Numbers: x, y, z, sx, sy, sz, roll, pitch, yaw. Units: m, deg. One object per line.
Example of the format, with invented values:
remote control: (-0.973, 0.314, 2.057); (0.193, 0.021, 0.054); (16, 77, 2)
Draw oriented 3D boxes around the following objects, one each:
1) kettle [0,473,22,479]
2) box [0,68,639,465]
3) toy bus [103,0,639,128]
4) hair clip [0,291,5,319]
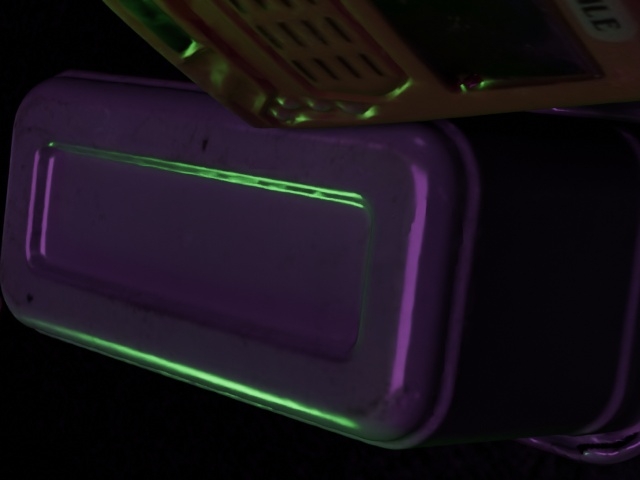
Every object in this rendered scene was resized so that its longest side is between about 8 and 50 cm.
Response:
kettle: (-0.230, 0.280, 0.802); (0.268, 0.207, 0.290); (-47, 64, -1)
box: (0.000, 0.000, 0.593); (0.312, 0.182, 0.175); (12, 98, 40)
toy bus: (0.058, -0.261, 0.440); (0.233, 0.203, 0.426); (4, 66, 36)
hair clip: (-0.262, 0.093, 0.926); (0.054, 0.022, 0.137); (34, 111, 39)
